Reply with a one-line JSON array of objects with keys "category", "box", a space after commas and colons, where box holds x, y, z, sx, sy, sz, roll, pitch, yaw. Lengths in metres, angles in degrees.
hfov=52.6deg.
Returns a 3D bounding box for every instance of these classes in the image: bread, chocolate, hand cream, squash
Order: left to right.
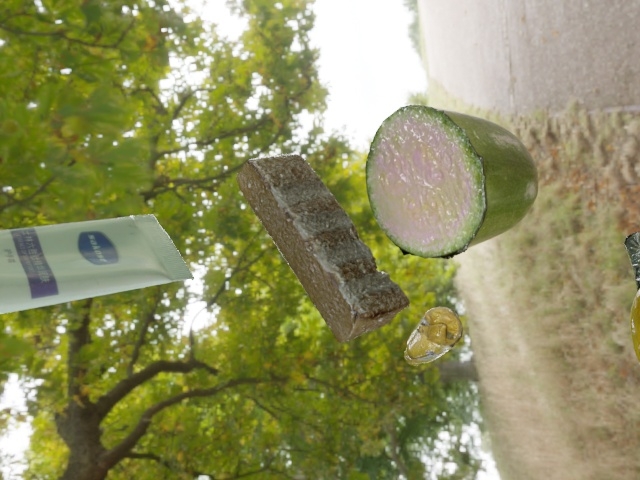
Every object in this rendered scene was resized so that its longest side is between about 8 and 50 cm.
[{"category": "hand cream", "box": [-0.272, 0.028, 0.523, 0.320, 0.109, 0.067, -8, -53, -33]}, {"category": "bread", "box": [0.000, 0.000, 1.317, 0.165, 0.113, 0.417, -15, -116, -49]}, {"category": "chocolate", "box": [0.207, 0.197, 1.244, 0.219, 0.085, 0.086, 103, 174, -65]}, {"category": "squash", "box": [0.301, -0.141, 1.323, 0.308, 0.310, 0.310, -19, -71, -37]}]

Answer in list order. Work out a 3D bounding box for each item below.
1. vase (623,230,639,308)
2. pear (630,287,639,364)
[{"category": "vase", "box": [0.547, 0.060, 1.089, 0.167, 0.059, 0.059, -68, -29, -45]}, {"category": "pear", "box": [0.540, 0.121, 0.801, 0.280, 0.280, 0.281, -2, -90, -73]}]
